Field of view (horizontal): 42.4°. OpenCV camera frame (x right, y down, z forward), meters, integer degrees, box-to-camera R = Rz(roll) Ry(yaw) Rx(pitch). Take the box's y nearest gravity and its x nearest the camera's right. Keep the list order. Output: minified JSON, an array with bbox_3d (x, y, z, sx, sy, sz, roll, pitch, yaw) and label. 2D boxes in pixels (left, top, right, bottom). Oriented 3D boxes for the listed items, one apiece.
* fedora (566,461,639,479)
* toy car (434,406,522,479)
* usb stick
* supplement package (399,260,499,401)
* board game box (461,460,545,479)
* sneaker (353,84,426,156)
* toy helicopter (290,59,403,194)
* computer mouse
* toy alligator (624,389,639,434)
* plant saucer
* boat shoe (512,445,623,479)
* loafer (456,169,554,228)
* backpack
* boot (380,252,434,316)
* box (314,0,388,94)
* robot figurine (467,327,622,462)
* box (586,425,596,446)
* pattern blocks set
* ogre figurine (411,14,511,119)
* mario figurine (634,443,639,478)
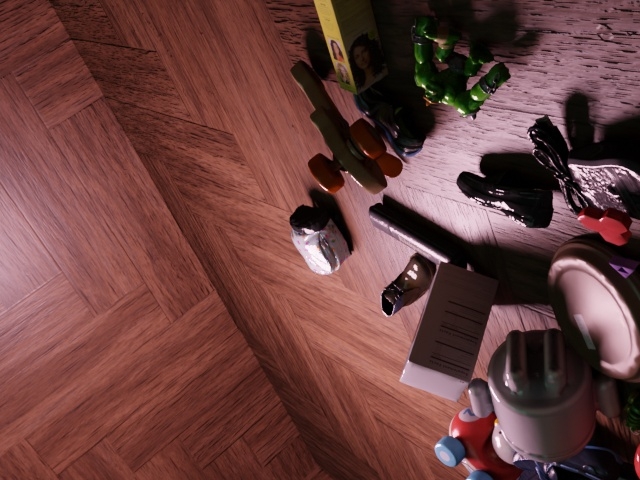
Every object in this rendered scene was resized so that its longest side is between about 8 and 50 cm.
[{"bbox_3d":[0.657,0.641,1.797,0.334,0.334,0.152,33,-178,40],"label":"fedora"},{"bbox_3d":[0.440,0.472,1.989,0.210,0.219,0.238,48,145,10],"label":"toy car"},{"bbox_3d":[0.216,-0.005,1.862,0.278,0.045,0.077,33,154,38],"label":"usb stick"},{"bbox_3d":[0.273,0.193,1.751,0.134,0.244,0.139,19,152,7],"label":"supplement package"},{"bbox_3d":[0.470,0.617,2.154,0.194,0.194,0.060,49,159,5],"label":"board game box"},{"bbox_3d":[0.139,-0.250,1.612,0.188,0.067,0.078,49,146,2],"label":"sneaker"},{"bbox_3d":[0.042,-0.238,1.715,0.235,0.140,0.355,22,-146,-55],"label":"toy helicopter"},{"bbox_3d":[0.438,-0.104,1.227,0.188,0.072,0.272,54,170,-22],"label":"computer mouse"},{"bbox_3d":[0.617,0.348,1.611,0.056,0.051,0.189,38,155,32],"label":"toy alligator"},{"bbox_3d":[0.489,0.128,1.441,0.278,0.041,0.278,55,161,30],"label":"plant saucer"},{"bbox_3d":[0.520,0.491,1.787,0.109,0.089,0.258,32,151,-26],"label":"boat shoe"},{"bbox_3d":[0.330,-0.090,1.473,0.223,0.076,0.078,35,118,51],"label":"loafer"},{"bbox_3d":[0.000,0.000,2.218,0.152,0.115,0.182,16,142,53],"label":"backpack"},{"bbox_3d":[0.208,0.114,1.989,0.082,0.106,0.219,43,158,20],"label":"boot"},{"bbox_3d":[0.054,-0.389,1.512,0.058,0.087,0.232,32,153,45],"label":"box"},{"bbox_3d":[0.453,0.320,1.677,0.300,0.199,0.353,-1,139,20],"label":"robot figurine"},{"bbox_3d":[0.572,0.480,1.909,0.100,0.060,0.244,35,153,37],"label":"box"},{"bbox_3d":[0.551,0.049,1.173,0.325,0.026,0.285,12,155,52],"label":"pattern blocks set"},{"bbox_3d":[0.220,-0.278,1.356,0.197,0.097,0.118,27,133,18],"label":"ogre figurine"},{"bbox_3d":[0.677,0.419,1.449,0.198,0.170,0.320,48,157,4],"label":"mario figurine"}]
